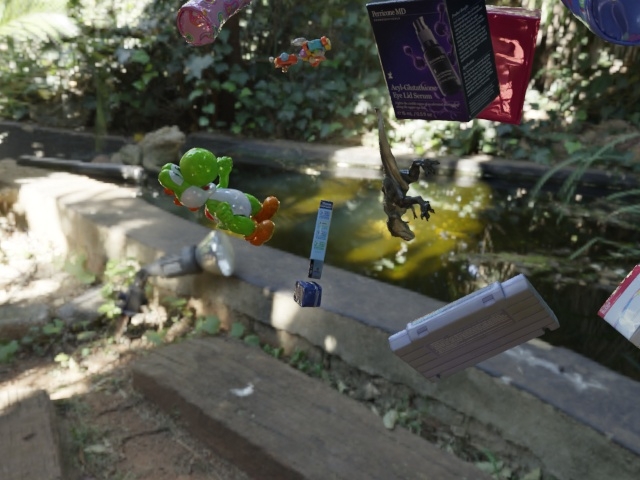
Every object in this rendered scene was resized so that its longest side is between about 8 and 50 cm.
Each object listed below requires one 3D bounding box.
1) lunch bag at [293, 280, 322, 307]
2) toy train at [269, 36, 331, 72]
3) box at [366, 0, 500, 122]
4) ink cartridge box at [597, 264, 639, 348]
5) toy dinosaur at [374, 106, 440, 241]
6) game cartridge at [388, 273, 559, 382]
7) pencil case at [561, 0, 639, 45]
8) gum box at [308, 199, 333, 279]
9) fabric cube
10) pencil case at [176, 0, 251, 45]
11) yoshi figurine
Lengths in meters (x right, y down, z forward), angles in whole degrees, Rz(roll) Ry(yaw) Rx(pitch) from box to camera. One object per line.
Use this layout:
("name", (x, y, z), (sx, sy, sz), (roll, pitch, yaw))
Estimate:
("lunch bag", (-0.034, 0.154, 1.859), (0.065, 0.067, 0.098), (5, 11, -22))
("toy train", (-0.042, -0.429, 1.506), (0.125, 0.046, 0.166), (-13, 4, -21))
("box", (0.184, -0.306, 1.035), (0.153, 0.207, 0.108), (12, 44, 44))
("ink cartridge box", (0.614, 0.142, 1.155), (0.128, 0.127, 0.176), (36, 11, 1))
("toy dinosaur", (0.151, -0.100, 1.142), (0.064, 0.268, 0.118), (-31, 32, -34))
("game cartridge", (0.366, 0.215, 1.542), (0.355, 0.230, 0.068), (-29, 41, 20))
("pencil case", (0.441, -0.380, 0.967), (0.133, 0.119, 0.306), (1, 28, 12))
("gum box", (0.000, 0.000, 1.859), (0.041, 0.184, 0.157), (9, -23, 0))
("fabric cube", (0.398, -0.453, 1.612), (0.258, 0.254, 0.259), (12, 26, 14))
("pencil case", (-0.280, -0.654, 1.772), (0.124, 0.124, 0.284), (10, 48, 23))
("yoshi figurine", (-0.284, -0.144, 1.879), (0.362, 0.203, 0.203), (28, -4, -21))
